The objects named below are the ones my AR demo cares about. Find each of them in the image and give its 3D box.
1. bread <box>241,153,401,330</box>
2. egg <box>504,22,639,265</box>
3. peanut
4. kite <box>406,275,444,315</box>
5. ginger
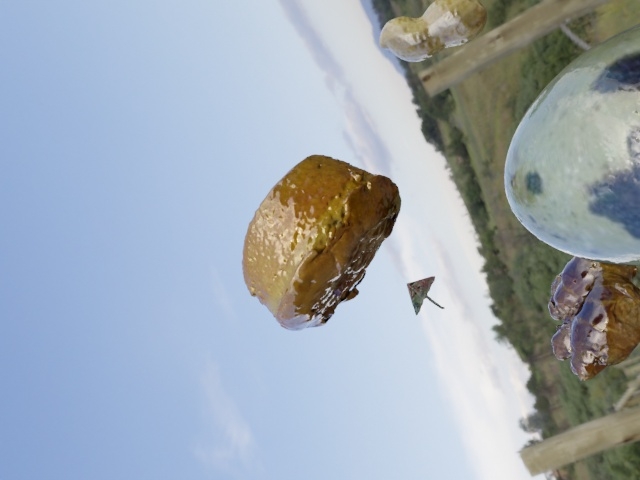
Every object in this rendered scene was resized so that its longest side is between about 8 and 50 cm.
[{"bbox_3d":[0.000,0.002,1.166,0.204,0.337,0.358,40,170,17],"label":"bread"},{"bbox_3d":[0.476,-0.135,0.882,0.345,0.427,0.345,22,-119,-46],"label":"egg"},{"bbox_3d":[0.230,-0.437,1.264,0.098,0.229,0.103,60,-151,-32],"label":"peanut"},{"bbox_3d":[0.322,0.169,1.862,0.156,0.139,0.011,35,167,-17],"label":"kite"},{"bbox_3d":[0.683,0.177,1.541,0.152,0.274,0.358,24,-131,-24],"label":"ginger"}]
